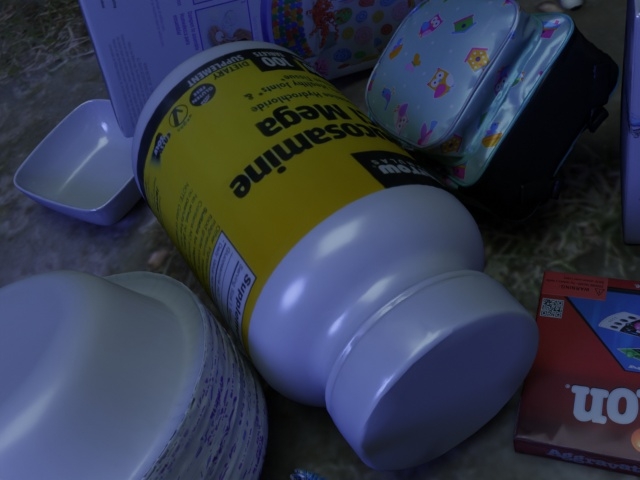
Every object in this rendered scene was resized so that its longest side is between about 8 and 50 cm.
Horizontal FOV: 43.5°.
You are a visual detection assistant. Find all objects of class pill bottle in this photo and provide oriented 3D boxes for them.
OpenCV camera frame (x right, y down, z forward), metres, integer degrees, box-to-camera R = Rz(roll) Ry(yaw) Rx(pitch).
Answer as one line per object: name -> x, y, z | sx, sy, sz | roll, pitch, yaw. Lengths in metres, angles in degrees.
pill bottle -> 0.000, 0.000, 0.608 | 0.188, 0.188, 0.334 | -33, 51, -10

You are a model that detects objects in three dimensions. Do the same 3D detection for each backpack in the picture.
backpack -> 0.123, -0.122, 0.678 | 0.165, 0.144, 0.188 | -61, 29, 5

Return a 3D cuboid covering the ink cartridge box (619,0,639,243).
ink cartridge box -> 0.312, -0.130, 0.584 | 0.171, 0.232, 0.168 | 1, 53, 18

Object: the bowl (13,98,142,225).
bowl -> -0.225, -0.077, 0.830 | 0.142, 0.053, 0.142 | 18, 61, 28

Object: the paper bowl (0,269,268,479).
paper bowl -> -0.190, 0.132, 0.543 | 0.284, 0.148, 0.284 | -23, 33, 16

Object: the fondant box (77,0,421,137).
fondant box -> -0.067, -0.260, 0.770 | 0.330, 0.238, 0.096 | -18, 46, -12

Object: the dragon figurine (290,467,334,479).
dragon figurine -> 0.035, 0.210, 0.417 | 0.289, 0.085, 0.144 | 7, 55, 15

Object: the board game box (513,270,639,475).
board game box -> 0.285, 0.101, 0.544 | 0.281, 0.027, 0.145 | 6, 56, 22
